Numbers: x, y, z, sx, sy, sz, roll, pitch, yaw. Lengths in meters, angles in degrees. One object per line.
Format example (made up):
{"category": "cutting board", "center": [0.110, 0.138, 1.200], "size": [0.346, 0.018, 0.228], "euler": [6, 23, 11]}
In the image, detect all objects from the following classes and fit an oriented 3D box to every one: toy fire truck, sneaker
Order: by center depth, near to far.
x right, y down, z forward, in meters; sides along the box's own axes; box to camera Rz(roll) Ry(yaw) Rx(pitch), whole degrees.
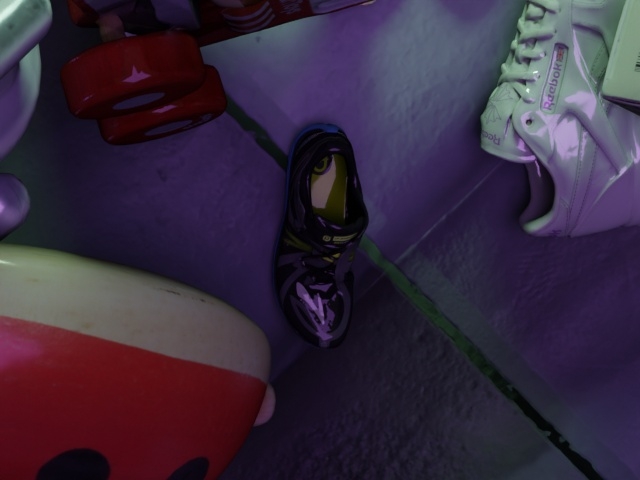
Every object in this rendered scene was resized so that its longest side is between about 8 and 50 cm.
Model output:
{"category": "toy fire truck", "center": [-0.068, -0.192, 1.205], "size": [0.254, 0.302, 0.169], "euler": [-17, 85, 1]}
{"category": "sneaker", "center": [0.199, -0.141, 1.368], "size": [0.152, 0.114, 0.305], "euler": [-15, 107, -9]}
{"category": "sneaker", "center": [0.000, 0.000, 1.374], "size": [0.067, 0.078, 0.188], "euler": [0, 103, -13]}

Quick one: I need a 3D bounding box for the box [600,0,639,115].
{"category": "box", "center": [0.342, -0.125, 1.346], "size": [0.275, 0.094, 0.113], "euler": [18, 88, -49]}

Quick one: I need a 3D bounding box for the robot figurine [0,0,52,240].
{"category": "robot figurine", "center": [-0.331, -0.103, 1.164], "size": [0.300, 0.353, 0.200], "euler": [51, 48, -12]}

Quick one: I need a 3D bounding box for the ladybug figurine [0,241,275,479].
{"category": "ladybug figurine", "center": [-0.240, 0.116, 1.223], "size": [0.449, 0.305, 0.162], "euler": [7, 66, -21]}

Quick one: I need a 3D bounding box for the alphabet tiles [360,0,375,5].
{"category": "alphabet tiles", "center": [0.062, -0.342, 1.345], "size": [0.284, 0.021, 0.278], "euler": [38, 94, -17]}
